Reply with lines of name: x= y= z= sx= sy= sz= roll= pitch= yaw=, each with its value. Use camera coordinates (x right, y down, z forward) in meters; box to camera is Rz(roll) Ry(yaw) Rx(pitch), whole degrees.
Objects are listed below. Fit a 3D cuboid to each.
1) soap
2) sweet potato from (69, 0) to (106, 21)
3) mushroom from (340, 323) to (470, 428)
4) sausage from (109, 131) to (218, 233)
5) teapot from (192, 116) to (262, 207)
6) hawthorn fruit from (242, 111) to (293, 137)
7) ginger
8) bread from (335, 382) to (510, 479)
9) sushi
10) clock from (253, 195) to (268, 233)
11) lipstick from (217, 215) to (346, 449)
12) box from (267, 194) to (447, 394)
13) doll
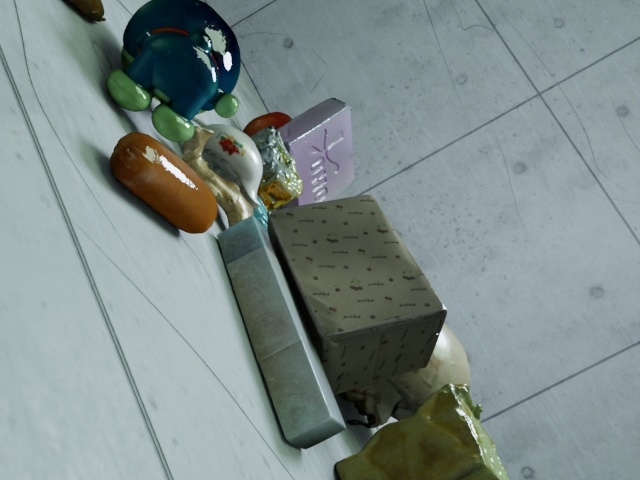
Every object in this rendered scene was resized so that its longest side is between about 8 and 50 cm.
soap: x=-0.019 y=-0.249 z=1.815 sx=0.107 sy=0.285 sz=0.296 roll=25 pitch=-39 yaw=33
sweet potato: x=-0.367 y=-0.386 z=0.888 sx=0.206 sy=0.059 sz=0.068 roll=81 pitch=16 yaw=-77
mushroom: x=0.137 y=0.277 z=1.281 sx=0.362 sy=0.295 sz=0.362 roll=37 pitch=-21 yaw=17
sausage: x=-0.198 y=-0.072 z=0.764 sx=0.076 sy=0.076 sz=0.197 roll=64 pitch=8 yaw=29
teapot: x=-0.182 y=-0.164 z=1.119 sx=0.226 sy=0.092 sz=0.145 roll=39 pitch=-32 yaw=-6
hawthorn fruit: x=-0.131 y=-0.327 z=1.858 sx=0.197 sy=0.225 sz=0.196 roll=52 pitch=-4 yaw=4
ginger: x=-0.168 y=-0.077 z=1.067 sx=0.288 sy=0.075 sz=0.089 roll=63 pitch=26 yaw=-25
bread: x=0.174 y=0.388 z=0.928 sx=0.196 sy=0.251 sz=0.239 roll=54 pitch=12 yaw=-43
sushi: x=-0.139 y=-0.190 z=1.527 sx=0.184 sy=0.139 sz=0.274 roll=60 pitch=4 yaw=-24
clock: x=-0.148 y=-0.065 z=1.315 sx=0.147 sy=0.045 sz=0.108 roll=64 pitch=5 yaw=26
lipstick: x=-0.069 y=0.129 z=0.913 sx=0.372 sy=0.076 sz=0.080 roll=65 pitch=5 yaw=34
box: x=0.047 y=0.091 z=1.064 sx=0.191 sy=0.225 sz=0.297 roll=98 pitch=-26 yaw=-45
doll: x=-0.226 y=-0.291 z=0.968 sx=0.198 sy=0.186 sz=0.322 roll=35 pitch=17 yaw=-30
